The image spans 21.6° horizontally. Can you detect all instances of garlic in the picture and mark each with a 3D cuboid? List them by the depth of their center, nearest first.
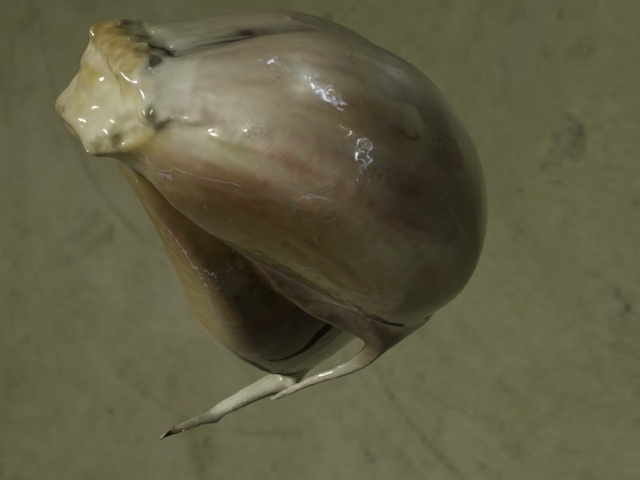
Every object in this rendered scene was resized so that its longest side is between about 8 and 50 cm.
[{"bbox_3d":[0.000,0.000,1.110,0.231,0.246,0.340,37,149,45],"label":"garlic"}]
